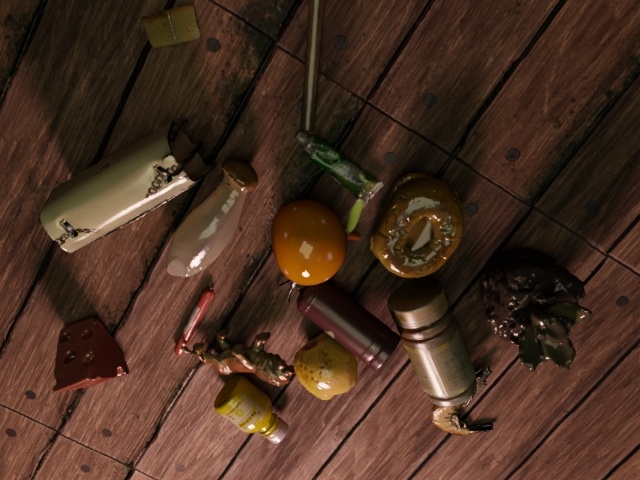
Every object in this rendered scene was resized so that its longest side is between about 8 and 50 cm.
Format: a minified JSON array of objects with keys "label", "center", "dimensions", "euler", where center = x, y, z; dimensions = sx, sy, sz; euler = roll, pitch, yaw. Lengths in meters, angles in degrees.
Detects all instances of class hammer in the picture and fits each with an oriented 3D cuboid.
[{"label":"hammer","center":[-0.020,-0.431,1.356],"dimensions":[0.111,0.043,0.365],"euler":[5,113,-1]}]

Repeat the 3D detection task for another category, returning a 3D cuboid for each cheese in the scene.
[{"label":"cheese","center":[-0.620,0.344,1.630],"dimensions":[0.128,0.203,0.177],"euler":[-23,138,9]}]

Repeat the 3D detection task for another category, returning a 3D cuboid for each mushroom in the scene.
[{"label":"mushroom","center":[-0.272,-0.047,1.475],"dimensions":[0.128,0.128,0.350],"euler":[31,106,-10]}]

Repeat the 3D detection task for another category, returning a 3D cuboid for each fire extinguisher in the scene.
[{"label":"fire extinguisher","center":[0.039,0.197,1.544],"dimensions":[0.337,0.114,0.135],"euler":[39,126,5]}]

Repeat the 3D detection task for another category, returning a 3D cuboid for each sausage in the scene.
[{"label":"sausage","center":[-0.350,0.223,1.632],"dimensions":[0.034,0.034,0.253],"euler":[27,110,-9]}]

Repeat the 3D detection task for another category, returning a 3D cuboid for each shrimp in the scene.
[{"label":"shrimp","center":[0.450,0.473,1.708],"dimensions":[0.198,0.051,0.262],"euler":[29,113,-17]}]

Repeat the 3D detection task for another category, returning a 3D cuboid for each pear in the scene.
[{"label":"pear","center":[0.018,0.343,1.599],"dimensions":[0.178,0.178,0.178],"euler":[1,112,1]}]

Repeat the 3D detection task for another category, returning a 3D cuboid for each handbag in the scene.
[{"label":"handbag","center":[-0.448,-0.129,1.383],"dimensions":[0.359,0.236,0.160],"euler":[-27,111,12]}]

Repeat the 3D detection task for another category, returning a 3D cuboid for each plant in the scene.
[{"label":"plant","center":[0.516,0.161,1.436],"dimensions":[0.213,0.312,0.215],"euler":[15,115,-1]}]

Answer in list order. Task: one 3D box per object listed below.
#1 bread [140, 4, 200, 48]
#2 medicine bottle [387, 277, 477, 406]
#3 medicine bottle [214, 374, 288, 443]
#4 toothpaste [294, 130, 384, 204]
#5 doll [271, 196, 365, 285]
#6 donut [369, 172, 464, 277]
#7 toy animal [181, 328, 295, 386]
[{"label":"bread","center":[-0.343,-0.485,1.355],"dimensions":[0.109,0.080,0.084],"euler":[4,117,38]},{"label":"medicine bottle","center":[0.302,0.275,1.570],"dimensions":[0.151,0.151,0.322],"euler":[-21,110,10]},{"label":"medicine bottle","center":[-0.189,0.492,1.688],"dimensions":[0.212,0.122,0.122],"euler":[43,107,-14]},{"label":"toothpaste","center":[0.041,-0.184,1.451],"dimensions":[0.248,0.047,0.078],"euler":[37,110,-14]},{"label":"doll","center":[0.000,0.000,1.452],"dimensions":[0.236,0.213,0.213],"euler":[-10,112,-10]},{"label":"donut","center":[0.245,-0.030,1.463],"dimensions":[0.209,0.128,0.261],"euler":[17,113,-6]},{"label":"toy animal","center":[-0.213,0.330,1.615],"dimensions":[0.312,0.097,0.157],"euler":[-4,119,29]}]
